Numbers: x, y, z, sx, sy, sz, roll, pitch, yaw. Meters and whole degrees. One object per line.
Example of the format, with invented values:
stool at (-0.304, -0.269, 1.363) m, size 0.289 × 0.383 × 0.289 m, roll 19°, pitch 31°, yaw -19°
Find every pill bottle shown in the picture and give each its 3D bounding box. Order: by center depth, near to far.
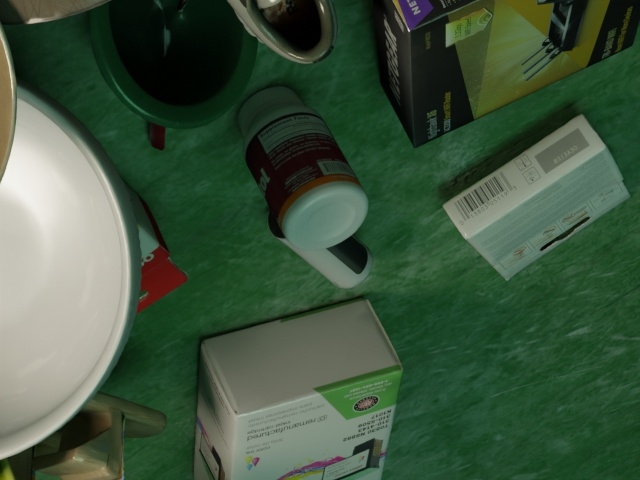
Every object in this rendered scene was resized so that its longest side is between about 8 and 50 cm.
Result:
pill bottle at (-0.021, -0.071, 1.675) m, size 0.086 × 0.152 × 0.086 m, roll -18°, pitch 142°, yaw -14°

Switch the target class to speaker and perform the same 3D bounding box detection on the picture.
speaker at (0.000, 0.000, 1.857) m, size 0.055 × 0.055 × 0.136 m, roll -36°, pitch 142°, yaw 10°

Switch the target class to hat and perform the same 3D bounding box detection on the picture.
hat at (-0.172, -0.172, 1.564) m, size 0.173 × 0.184 × 0.208 m, roll -13°, pitch 99°, yaw -38°

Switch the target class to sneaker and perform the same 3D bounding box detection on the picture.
sneaker at (-0.064, -0.253, 1.436) m, size 0.100 × 0.108 × 0.271 m, roll -37°, pitch 121°, yaw 4°

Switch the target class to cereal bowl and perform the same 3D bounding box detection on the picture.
cereal bowl at (-0.309, 0.018, 1.500) m, size 0.339 × 0.339 × 0.141 m, roll -33°, pitch 178°, yaw 6°

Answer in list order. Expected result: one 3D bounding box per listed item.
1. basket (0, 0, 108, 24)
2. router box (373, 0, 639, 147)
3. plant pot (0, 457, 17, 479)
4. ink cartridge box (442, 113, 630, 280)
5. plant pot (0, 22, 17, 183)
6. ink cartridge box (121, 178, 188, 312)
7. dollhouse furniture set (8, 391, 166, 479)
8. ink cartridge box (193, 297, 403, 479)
basket at (-0.232, -0.289, 1.286) m, size 0.204 × 0.154 × 0.227 m, roll -9°, pitch 141°, yaw 17°
router box at (0.173, -0.212, 1.609) m, size 0.243 × 0.081 × 0.309 m, roll -25°, pitch 165°, yaw -3°
plant pot at (-0.429, 0.189, 1.675) m, size 0.228 × 0.227 × 0.207 m, roll -35°, pitch 150°, yaw 7°
ink cartridge box at (0.246, -0.044, 1.983) m, size 0.181 × 0.056 × 0.225 m, roll -34°, pitch 162°, yaw 7°
plant pot at (-0.395, -0.108, 1.321) m, size 0.284 × 0.191 × 0.284 m, roll -12°, pitch 110°, yaw -35°
ink cartridge box at (-0.237, -0.005, 1.677) m, size 0.134 × 0.078 × 0.231 m, roll -32°, pitch 143°, yaw 6°
dollhouse furniture set at (-0.303, 0.391, 1.895) m, size 0.394 × 0.362 × 0.256 m, roll -17°, pitch 152°, yaw 35°
ink cartridge box at (-0.030, 0.214, 2.038) m, size 0.201 × 0.117 × 0.278 m, roll -14°, pitch 142°, yaw -18°
